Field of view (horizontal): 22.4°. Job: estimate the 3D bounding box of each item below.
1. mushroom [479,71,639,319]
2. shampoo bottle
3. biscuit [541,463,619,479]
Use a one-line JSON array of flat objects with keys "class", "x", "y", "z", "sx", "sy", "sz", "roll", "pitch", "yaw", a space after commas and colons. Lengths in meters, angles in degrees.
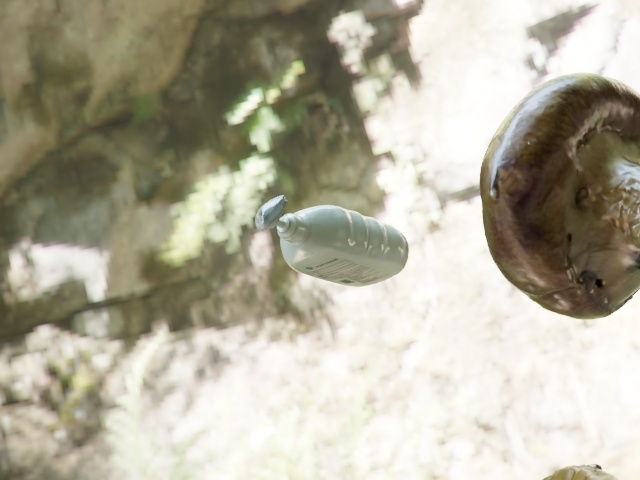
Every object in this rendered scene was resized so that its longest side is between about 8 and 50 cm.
[{"class": "mushroom", "x": 0.296, "y": -0.038, "z": 1.651, "sx": 0.254, "sy": 0.267, "sz": 0.267, "roll": 15, "pitch": -22, "yaw": 13}, {"class": "shampoo bottle", "x": 0.000, "y": 0.000, "z": 1.270, "sx": 0.077, "sy": 0.045, "sz": 0.152, "roll": -20, "pitch": -23, "yaw": 33}, {"class": "biscuit", "x": 0.119, "y": 0.290, "z": 1.012, "sx": 0.040, "sy": 0.318, "sz": 0.318, "roll": 24, "pitch": -36, "yaw": -7}]
